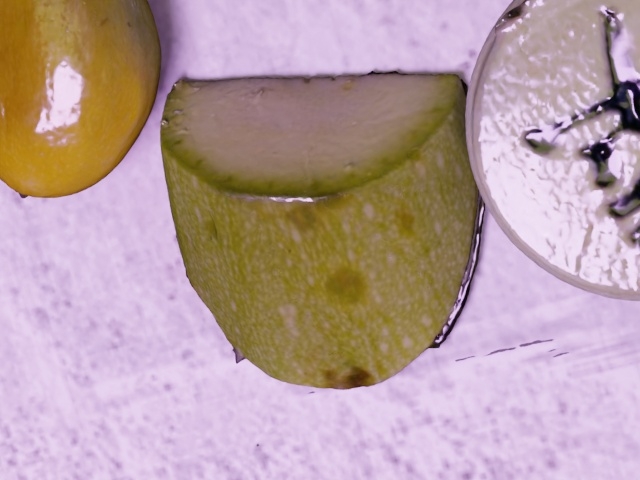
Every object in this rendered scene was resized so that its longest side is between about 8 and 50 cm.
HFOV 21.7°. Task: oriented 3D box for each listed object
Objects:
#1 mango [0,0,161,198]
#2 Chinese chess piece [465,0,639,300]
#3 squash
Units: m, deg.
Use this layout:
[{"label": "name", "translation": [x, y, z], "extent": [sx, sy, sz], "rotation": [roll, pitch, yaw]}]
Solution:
[{"label": "mango", "translation": [-0.169, -0.142, 0.952], "extent": [0.137, 0.091, 0.237], "rotation": [-19, 87, 18]}, {"label": "Chinese chess piece", "translation": [0.169, -0.061, 0.864], "extent": [0.188, 0.083, 0.188], "rotation": [2, 97, 15]}, {"label": "squash", "translation": [-0.008, 0.000, 0.926], "extent": [0.192, 0.085, 0.184], "rotation": [-1, 98, 19]}]
